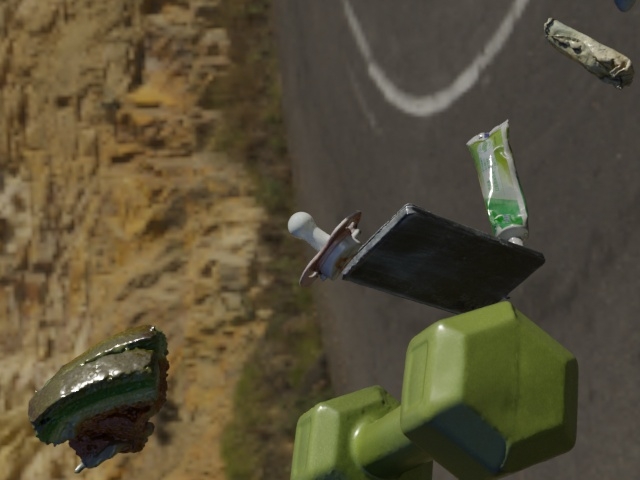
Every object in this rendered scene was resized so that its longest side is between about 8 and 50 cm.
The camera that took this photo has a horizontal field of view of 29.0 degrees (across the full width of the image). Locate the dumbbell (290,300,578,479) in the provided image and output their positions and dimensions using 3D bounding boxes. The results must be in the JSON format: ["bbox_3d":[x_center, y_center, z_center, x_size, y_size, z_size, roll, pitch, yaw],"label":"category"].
[{"bbox_3d":[0.072,0.140,0.906,0.302,0.108,0.121,134,147,-60],"label":"dumbbell"}]

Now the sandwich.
[{"bbox_3d":[-0.248,0.203,1.498,0.160,0.185,0.109,59,-168,-30],"label":"sandwich"}]

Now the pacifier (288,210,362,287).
[{"bbox_3d":[0.000,0.000,1.284,0.099,0.078,0.081,-54,-10,8],"label":"pacifier"}]

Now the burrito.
[{"bbox_3d":[0.376,-0.261,1.731,0.149,0.041,0.055,39,164,32],"label":"burrito"}]

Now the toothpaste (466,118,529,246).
[{"bbox_3d":[0.265,-0.074,1.810,0.047,0.078,0.248,37,-146,-40],"label":"toothpaste"}]

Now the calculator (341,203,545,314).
[{"bbox_3d":[0.173,0.036,1.698,0.161,0.262,0.021,-45,41,34],"label":"calculator"}]

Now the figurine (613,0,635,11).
[{"bbox_3d":[0.290,-0.419,1.132,0.380,0.248,0.203,-59,-5,14],"label":"figurine"}]
